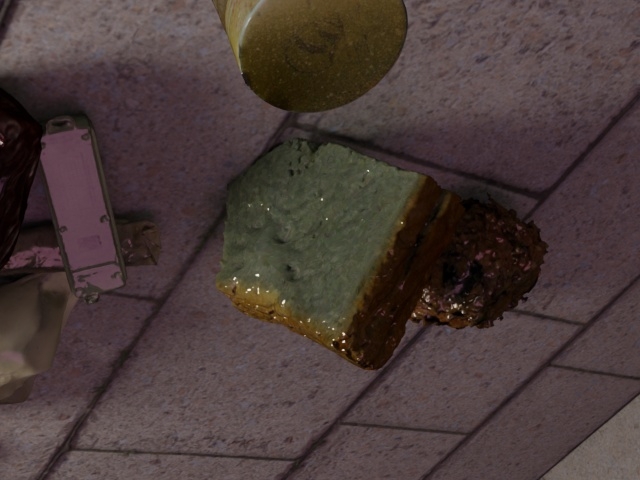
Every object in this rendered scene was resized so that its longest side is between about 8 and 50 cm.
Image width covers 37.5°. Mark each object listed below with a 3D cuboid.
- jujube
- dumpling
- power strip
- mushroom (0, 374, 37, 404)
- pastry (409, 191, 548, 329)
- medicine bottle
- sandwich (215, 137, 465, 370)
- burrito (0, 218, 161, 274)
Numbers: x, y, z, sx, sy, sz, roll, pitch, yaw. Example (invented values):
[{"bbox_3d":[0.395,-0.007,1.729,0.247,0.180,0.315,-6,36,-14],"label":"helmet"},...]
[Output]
[{"bbox_3d":[-0.455,-0.035,1.089,0.216,0.216,0.342,22,116,-41],"label":"jujube"},{"bbox_3d":[-0.430,0.144,1.344,0.126,0.215,0.166,3,151,15],"label":"dumpling"},{"bbox_3d":[-0.307,-0.043,1.204,0.078,0.052,0.272,-14,124,-14],"label":"power strip"},{"bbox_3d":[-0.527,0.186,1.369,0.108,0.096,0.247,-42,136,23],"label":"mushroom"},{"bbox_3d":[0.244,0.057,1.517,0.275,0.192,0.274,-14,139,-13],"label":"pastry"},{"bbox_3d":[-0.043,-0.279,0.894,0.151,0.322,0.151,-13,140,-11],"label":"medicine bottle"},{"bbox_3d":[0.000,0.001,1.268,0.131,0.325,0.262,40,75,-48],"label":"sandwich"},{"bbox_3d":[-0.357,0.015,1.289,0.275,0.059,0.082,-7,128,-20],"label":"burrito"}]
